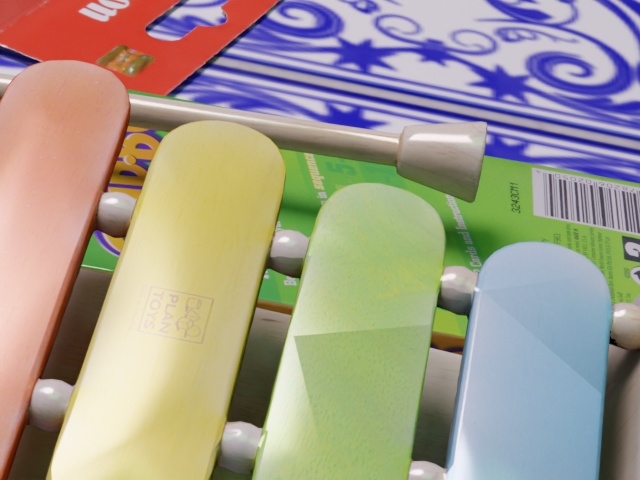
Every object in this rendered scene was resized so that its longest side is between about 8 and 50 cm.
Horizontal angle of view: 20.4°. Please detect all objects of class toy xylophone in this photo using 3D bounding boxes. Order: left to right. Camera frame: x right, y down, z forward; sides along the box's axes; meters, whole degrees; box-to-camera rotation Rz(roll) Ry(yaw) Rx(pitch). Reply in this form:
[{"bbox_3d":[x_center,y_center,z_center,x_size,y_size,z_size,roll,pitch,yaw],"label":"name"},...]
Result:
[{"bbox_3d":[-0.047,0.014,0.527,0.323,0.081,0.236,7,47,-5],"label":"toy xylophone"}]

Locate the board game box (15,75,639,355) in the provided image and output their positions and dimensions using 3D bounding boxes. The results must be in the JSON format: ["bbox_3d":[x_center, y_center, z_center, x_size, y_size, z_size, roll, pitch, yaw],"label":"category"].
[{"bbox_3d":[0.000,0.000,0.643,0.259,0.039,0.124,13,33,-2],"label":"board game box"}]

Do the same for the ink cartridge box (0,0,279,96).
[{"bbox_3d":[-0.136,-0.156,0.821,0.232,0.066,0.189,17,33,16],"label":"ink cartridge box"}]
